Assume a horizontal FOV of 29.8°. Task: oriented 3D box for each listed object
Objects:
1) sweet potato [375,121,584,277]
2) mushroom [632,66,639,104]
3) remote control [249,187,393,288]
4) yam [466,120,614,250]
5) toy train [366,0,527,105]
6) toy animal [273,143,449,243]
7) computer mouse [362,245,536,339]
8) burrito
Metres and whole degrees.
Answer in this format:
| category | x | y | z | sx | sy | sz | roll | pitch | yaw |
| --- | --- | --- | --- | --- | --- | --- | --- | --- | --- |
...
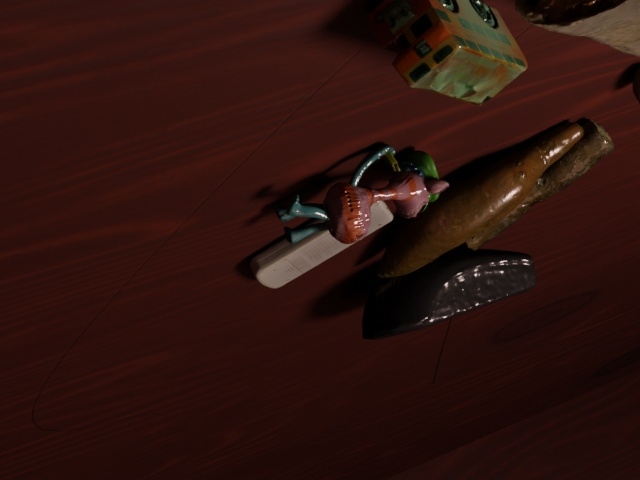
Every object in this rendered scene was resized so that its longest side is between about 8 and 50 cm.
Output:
| category | x | y | z | sx | sy | sz | roll | pitch | yaw |
| --- | --- | --- | --- | --- | --- | --- | --- | --- | --- |
| sweet potato | 0.203 | -0.053 | 1.608 | 0.346 | 0.079 | 0.108 | -35 | -174 | 12 |
| mushroom | 0.494 | -0.245 | 1.561 | 0.202 | 0.059 | 0.054 | -33 | 121 | 7 |
| remote control | 0.000 | 0.000 | 1.531 | 0.190 | 0.029 | 0.087 | -31 | 158 | 7 |
| yam | 0.295 | -0.075 | 1.686 | 0.253 | 0.061 | 0.061 | -38 | 156 | 24 |
| toy train | 0.131 | -0.193 | 1.176 | 0.072 | 0.099 | 0.188 | -41 | 154 | 28 |
| toy animal | 0.049 | -0.057 | 1.415 | 0.208 | 0.100 | 0.103 | -17 | 116 | -20 |
| computer mouse | 0.175 | 0.066 | 1.771 | 0.269 | 0.100 | 0.170 | -17 | -179 | -28 |
| burrito | 0.330 | -0.259 | 1.269 | 0.143 | 0.105 | 0.299 | -37 | 158 | 30 |
